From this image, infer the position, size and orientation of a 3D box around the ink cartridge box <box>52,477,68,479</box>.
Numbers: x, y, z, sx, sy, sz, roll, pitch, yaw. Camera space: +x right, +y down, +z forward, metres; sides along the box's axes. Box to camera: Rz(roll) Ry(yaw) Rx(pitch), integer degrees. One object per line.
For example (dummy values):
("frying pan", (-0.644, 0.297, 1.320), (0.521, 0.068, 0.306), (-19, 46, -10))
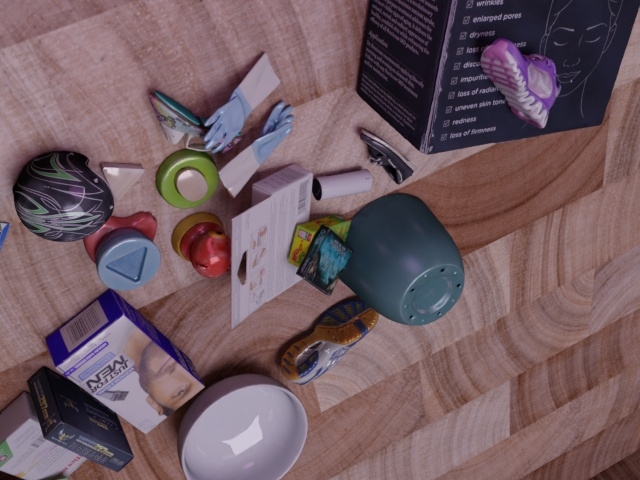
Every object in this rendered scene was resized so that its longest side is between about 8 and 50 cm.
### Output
("ink cartridge box", (-0.690, 0.622, 1.881), (0.235, 0.056, 0.171), (-4, 141, -3))

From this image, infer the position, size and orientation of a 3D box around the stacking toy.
("stacking toy", (-0.313, -0.028, 1.646), (0.309, 0.130, 0.279), (-10, 128, -27))

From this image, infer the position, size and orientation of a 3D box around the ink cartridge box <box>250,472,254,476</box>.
("ink cartridge box", (-0.180, 0.748, 2.167), (0.119, 0.353, 0.207), (-26, 133, -13))

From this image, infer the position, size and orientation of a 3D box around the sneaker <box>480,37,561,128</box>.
("sneaker", (0.382, -0.311, 1.500), (0.104, 0.095, 0.236), (-51, 139, 2))

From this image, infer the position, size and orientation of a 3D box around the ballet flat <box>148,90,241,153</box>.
("ballet flat", (-0.253, -0.218, 1.583), (0.221, 0.077, 0.079), (19, 115, -45))

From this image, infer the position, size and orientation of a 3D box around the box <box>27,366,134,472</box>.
("box", (-0.532, 0.399, 1.796), (0.059, 0.183, 0.233), (-42, 134, 3))

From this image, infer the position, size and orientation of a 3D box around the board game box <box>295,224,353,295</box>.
("board game box", (0.013, 0.049, 1.850), (0.126, 0.026, 0.186), (-63, 155, -6))

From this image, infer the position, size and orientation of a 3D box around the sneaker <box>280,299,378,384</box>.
("sneaker", (0.028, 0.268, 2.129), (0.296, 0.112, 0.131), (-34, 152, -3))

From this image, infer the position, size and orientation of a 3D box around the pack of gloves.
("pack of gloves", (-0.130, -0.223, 1.615), (0.232, 0.046, 0.195), (-53, 144, -21))

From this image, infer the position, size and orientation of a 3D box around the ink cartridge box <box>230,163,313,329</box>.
("ink cartridge box", (-0.127, 0.011, 1.773), (0.261, 0.066, 0.296), (-33, 140, -42))

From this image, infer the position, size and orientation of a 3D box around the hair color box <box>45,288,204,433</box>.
("hair color box", (-0.432, 0.280, 1.824), (0.185, 0.110, 0.339), (-39, 137, -3))

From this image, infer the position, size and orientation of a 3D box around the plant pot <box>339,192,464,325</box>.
("plant pot", (0.214, 0.069, 1.985), (0.293, 0.235, 0.293), (-18, 131, -21))

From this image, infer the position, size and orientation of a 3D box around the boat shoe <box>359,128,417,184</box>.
("boat shoe", (0.148, -0.188, 1.858), (0.065, 0.075, 0.206), (-52, 138, 7))

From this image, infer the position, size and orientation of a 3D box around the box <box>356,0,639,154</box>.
("box", (0.367, -0.472, 1.624), (0.480, 0.297, 0.472), (-11, 130, -25))

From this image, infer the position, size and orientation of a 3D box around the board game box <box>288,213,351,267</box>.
("board game box", (0.000, 0.000, 1.866), (0.181, 0.043, 0.092), (-18, 128, -58))

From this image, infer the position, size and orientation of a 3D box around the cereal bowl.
("cereal bowl", (-0.213, 0.484, 2.074), (0.339, 0.141, 0.339), (-11, 116, -25))

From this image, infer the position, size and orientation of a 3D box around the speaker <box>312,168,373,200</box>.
("speaker", (0.049, -0.128, 1.854), (0.136, 0.055, 0.055), (-12, 129, -24))

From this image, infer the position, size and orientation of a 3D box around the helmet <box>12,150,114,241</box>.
("helmet", (-0.472, -0.075, 1.485), (0.169, 0.161, 0.169), (-17, 131, -21))

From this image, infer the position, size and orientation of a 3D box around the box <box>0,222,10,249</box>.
("box", (-0.678, 0.006, 1.501), (0.178, 0.042, 0.109), (12, 117, -37))

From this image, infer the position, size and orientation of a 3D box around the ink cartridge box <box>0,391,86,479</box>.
("ink cartridge box", (-0.641, 0.459, 1.836), (0.154, 0.093, 0.212), (-42, 134, 4))
